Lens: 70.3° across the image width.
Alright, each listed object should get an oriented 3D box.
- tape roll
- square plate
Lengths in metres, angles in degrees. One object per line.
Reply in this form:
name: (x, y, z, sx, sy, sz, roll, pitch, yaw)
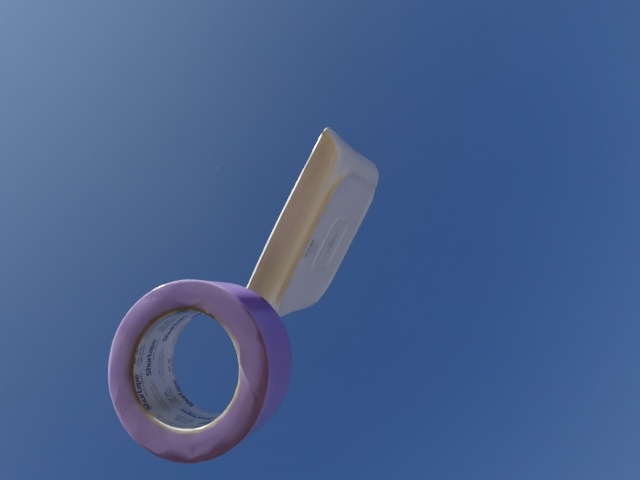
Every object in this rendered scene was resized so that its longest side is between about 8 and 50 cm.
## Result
tape roll: (-0.133, 0.140, 0.512, 0.189, 0.080, 0.189, -2, -98, 15)
square plate: (0.000, 0.000, 0.820, 0.049, 0.344, 0.347, 29, -82, 16)
